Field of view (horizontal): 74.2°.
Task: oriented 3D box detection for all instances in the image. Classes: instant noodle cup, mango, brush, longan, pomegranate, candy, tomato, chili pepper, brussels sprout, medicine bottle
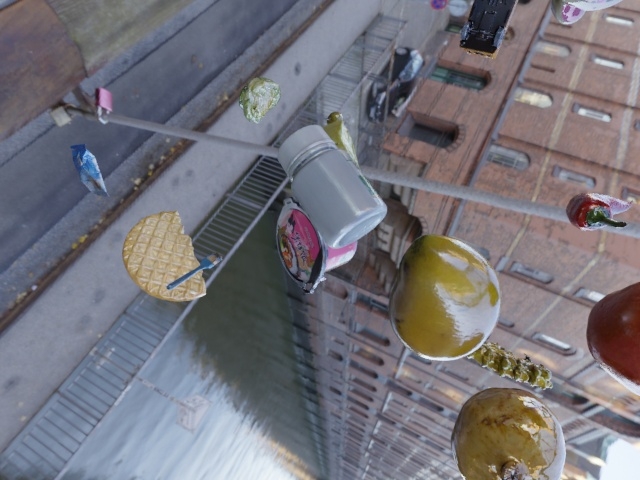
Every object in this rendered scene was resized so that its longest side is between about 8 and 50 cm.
[{"bbox_3d":[0.000,0.000,1.354,0.182,0.258,0.302,-13,105,-35],"label":"instant noodle cup"},{"bbox_3d":[0.238,0.114,0.823,0.317,0.211,0.173,77,26,-46],"label":"mango"},{"bbox_3d":[-0.340,0.083,1.141,0.164,0.051,0.014,-36,124,-22],"label":"brush"},{"bbox_3d":[0.058,-0.517,1.817,0.083,0.075,0.075,-5,119,-44],"label":"longan"},{"bbox_3d":[0.395,0.436,0.903,0.248,0.248,0.248,-56,160,-33],"label":"pomegranate"},{"bbox_3d":[-0.573,-0.172,1.053,0.038,0.088,0.136,-40,125,-44],"label":"candy"},{"bbox_3d":[0.608,0.186,0.752,0.188,0.232,0.232,-49,158,-18],"label":"tomato"},{"bbox_3d":[0.690,-0.081,1.053,0.368,0.137,0.092,-21,106,-50],"label":"chili pepper"},{"bbox_3d":[-0.189,-0.446,1.314,0.139,0.100,0.181,-33,163,-8],"label":"brussels sprout"},{"bbox_3d":[0.010,-0.063,0.489,0.080,0.130,0.080,-30,165,-9],"label":"medicine bottle"}]

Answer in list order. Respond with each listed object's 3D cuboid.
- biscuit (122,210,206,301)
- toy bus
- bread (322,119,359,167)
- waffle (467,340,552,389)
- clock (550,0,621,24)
[{"bbox_3d":[-0.469,0.045,1.249,0.205,0.309,0.040,-12,154,-32],"label":"biscuit"},{"bbox_3d":[0.358,-0.482,0.864,0.088,0.083,0.194,-18,129,-61],"label":"toy bus"},{"bbox_3d":[0.043,-0.212,1.177,0.257,0.124,0.186,-93,161,-57],"label":"bread"},{"bbox_3d":[0.496,0.326,1.225,0.069,0.260,0.293,-71,-159,0],"label":"waffle"},{"bbox_3d":[0.634,-0.673,0.946,0.309,0.284,0.114,51,32,-40],"label":"clock"}]
